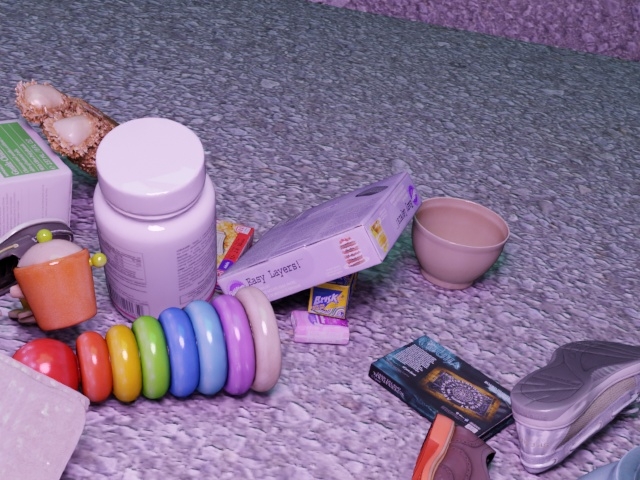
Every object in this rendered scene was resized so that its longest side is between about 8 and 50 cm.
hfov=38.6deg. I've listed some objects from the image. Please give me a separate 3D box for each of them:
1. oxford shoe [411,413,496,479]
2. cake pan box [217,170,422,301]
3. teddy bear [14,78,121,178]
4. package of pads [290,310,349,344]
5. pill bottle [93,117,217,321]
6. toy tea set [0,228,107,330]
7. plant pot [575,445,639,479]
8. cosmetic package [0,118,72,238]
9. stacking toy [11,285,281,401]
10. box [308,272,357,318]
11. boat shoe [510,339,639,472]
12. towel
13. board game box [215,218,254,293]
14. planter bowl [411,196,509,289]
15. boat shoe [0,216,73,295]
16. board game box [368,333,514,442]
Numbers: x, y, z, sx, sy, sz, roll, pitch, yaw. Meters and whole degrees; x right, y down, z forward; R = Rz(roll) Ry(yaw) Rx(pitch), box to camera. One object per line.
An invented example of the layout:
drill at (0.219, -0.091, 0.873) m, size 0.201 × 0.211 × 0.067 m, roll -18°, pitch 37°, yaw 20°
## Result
oxford shoe at (0.150, 0.301, 1.044) m, size 0.098 × 0.097 × 0.271 m, roll 22°, pitch 32°, yaw 7°
cake pan box at (0.000, 0.000, 1.376) m, size 0.267 × 0.070 × 0.246 m, roll -21°, pitch 11°, yaw 25°
teddy bear at (-0.374, -0.152, 1.512) m, size 0.245 × 0.113 × 0.338 m, roll 36°, pitch 3°, yaw 6°
package of pads at (-0.001, 0.128, 1.342) m, size 0.083 × 0.032 × 0.050 m, roll 5°, pitch 30°, yaw -12°
pill bottle at (-0.221, -0.020, 1.241) m, size 0.160 × 0.283 × 0.160 m, roll 3°, pitch 52°, yaw -4°
toy tea set at (-0.436, 0.073, 1.139) m, size 0.336 × 0.124 × 0.200 m, roll -20°, pitch 9°, yaw -39°
plant pot at (0.362, 0.338, 0.948) m, size 0.293 × 0.196 × 0.293 m, roll 9°, pitch 30°, yaw -5°
cosmetic package at (-0.577, -0.053, 1.342) m, size 0.365 × 0.155 × 0.197 m, roll -14°, pitch 41°, yaw -38°
stacking toy at (-0.222, 0.149, 1.152) m, size 0.330 × 0.141 × 0.141 m, roll -8°, pitch 35°, yaw -21°
box at (0.023, 0.062, 1.405) m, size 0.059 × 0.054 × 0.169 m, roll 9°, pitch 19°, yaw 6°
boat shoe at (0.366, 0.216, 1.266) m, size 0.118 × 0.103 × 0.320 m, roll 10°, pitch 18°, yaw 38°
towel at (-0.367, 0.236, 0.942) m, size 0.187 × 0.049 × 0.282 m, roll 30°, pitch 39°, yaw -10°
board game box at (-0.218, 0.009, 1.458) m, size 0.193 × 0.045 × 0.147 m, roll 13°, pitch 30°, yaw 5°
planter bowl at (0.224, 0.013, 1.530) m, size 0.162 × 0.109 × 0.162 m, roll 8°, pitch 30°, yaw -5°
boat shoe at (-0.446, 0.037, 1.312) m, size 0.068 × 0.081 × 0.227 m, roll 34°, pitch 45°, yaw 30°
board game box at (0.176, 0.207, 1.273) m, size 0.126 × 0.026 × 0.186 m, roll -20°, pitch 42°, yaw -42°
